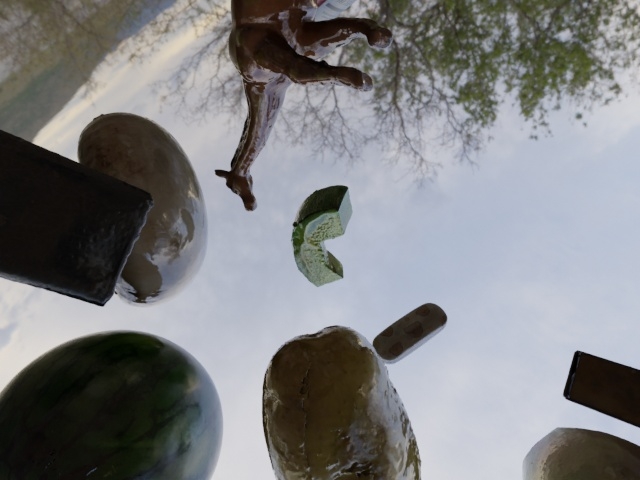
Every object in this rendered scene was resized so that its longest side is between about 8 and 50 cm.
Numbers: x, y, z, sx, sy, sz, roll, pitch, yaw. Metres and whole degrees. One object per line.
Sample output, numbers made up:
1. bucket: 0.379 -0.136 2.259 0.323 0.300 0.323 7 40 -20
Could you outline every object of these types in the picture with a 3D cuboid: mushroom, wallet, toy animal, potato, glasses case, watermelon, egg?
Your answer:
1. mushroom: -0.370 -0.049 0.899 0.294 0.363 0.362 -16 -153 -23
2. wallet: -0.385 -0.041 0.597 0.044 0.321 0.171 7 -105 53
3. toy animal: -0.034 -0.119 0.364 0.066 0.224 0.229 -22 -158 -32
4. potato: 0.017 0.139 0.335 0.080 0.171 0.107 -6 -167 46
5. glasses case: 0.173 0.178 0.943 0.164 0.041 0.063 -30 -127 -17
6. watermelon: -0.325 0.307 0.758 0.363 0.363 0.363 -24 -144 19
7. egg: 0.463 0.399 0.753 0.270 0.162 0.206 10 -143 16

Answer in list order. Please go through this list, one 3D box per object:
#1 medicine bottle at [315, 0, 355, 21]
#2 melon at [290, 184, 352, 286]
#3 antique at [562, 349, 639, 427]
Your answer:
1. medicine bottle: 0.024 -0.465 0.830 0.250 0.131 0.131 -22 -144 39
2. melon: 0.000 0.000 0.889 0.117 0.210 0.064 5 -141 16
3. antique: 0.582 0.280 0.807 0.309 0.087 0.093 15 -95 46
